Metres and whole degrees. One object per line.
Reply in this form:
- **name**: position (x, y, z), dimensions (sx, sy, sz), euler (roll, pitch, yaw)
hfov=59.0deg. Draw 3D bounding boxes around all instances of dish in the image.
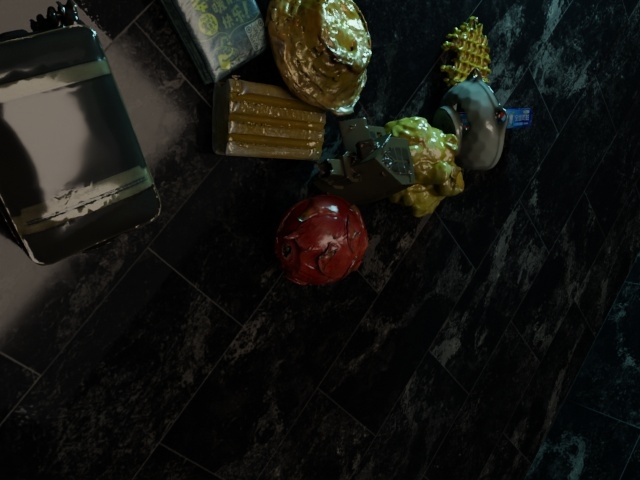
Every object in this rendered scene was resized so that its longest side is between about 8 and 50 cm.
- **dish**: position (0.413, -0.329, 1.652), dimensions (0.120, 0.303, 0.303), euler (-15, 110, -11)

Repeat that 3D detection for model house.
- **model house**: position (0.080, -0.200, 1.415), dimensions (0.243, 0.211, 0.204), euler (-7, 83, -48)

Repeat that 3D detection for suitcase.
- **suitcase**: position (-0.472, -0.181, 1.011), dimensions (0.283, 0.194, 0.434), euler (-28, 117, -31)

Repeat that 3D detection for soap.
- **soap**: position (-0.115, -0.281, 1.337), dimensions (0.274, 0.089, 0.173), euler (-2, 99, -38)

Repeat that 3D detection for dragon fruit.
- **dragon fruit**: position (0.002, 0.001, 1.404), dimensions (0.252, 0.241, 0.241), euler (-16, 109, -18)

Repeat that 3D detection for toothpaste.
- **toothpaste**: position (0.575, -0.399, 1.867), dimensions (0.320, 0.076, 0.066), euler (-14, 108, -35)

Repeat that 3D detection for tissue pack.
- **tissue pack**: position (-0.229, -0.494, 1.209), dimensions (0.185, 0.081, 0.257), euler (-41, 121, -26)

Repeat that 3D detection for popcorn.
- **popcorn**: position (0.275, -0.207, 1.586), dimensions (0.252, 0.215, 0.286), euler (-18, 124, 13)

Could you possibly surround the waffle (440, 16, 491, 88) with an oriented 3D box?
- **waffle**: position (0.460, -0.554, 1.765), dimensions (0.229, 0.051, 0.232), euler (-52, 126, -22)

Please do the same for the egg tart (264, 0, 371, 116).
- **egg tart**: position (0.022, -0.469, 1.329), dimensions (0.341, 0.129, 0.341), euler (18, 66, -45)
